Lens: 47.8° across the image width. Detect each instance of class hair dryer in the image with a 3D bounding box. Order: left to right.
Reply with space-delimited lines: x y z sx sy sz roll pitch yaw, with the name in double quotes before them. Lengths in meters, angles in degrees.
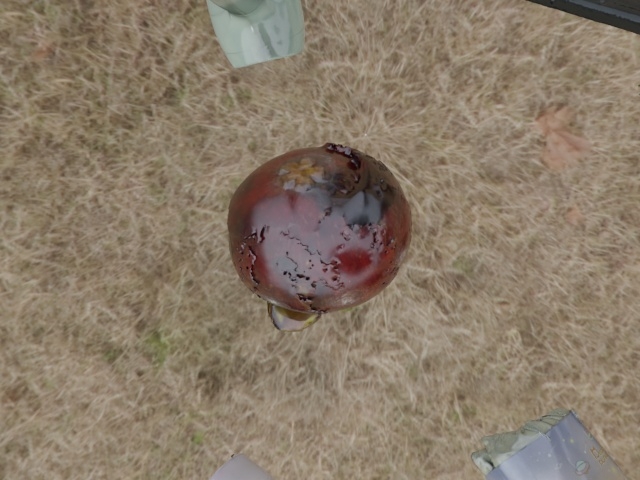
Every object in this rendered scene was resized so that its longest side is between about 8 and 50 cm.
"hair dryer" -0.074 -0.218 0.500 0.075 0.237 0.206 -13 108 8

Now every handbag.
"handbag" 0.231 0.233 0.665 0.173 0.117 0.095 51 133 20

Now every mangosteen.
"mangosteen" 0.000 0.000 0.664 0.166 0.180 0.166 -1 56 2

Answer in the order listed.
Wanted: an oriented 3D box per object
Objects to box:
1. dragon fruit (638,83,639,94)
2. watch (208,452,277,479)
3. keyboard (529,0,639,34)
"dragon fruit" 0.656 -0.244 1.241 0.142 0.138 0.175 35 140 -22
"watch" -0.116 0.423 1.040 0.196 0.231 0.244 34 112 17
"keyboard" 0.124 -0.229 0.539 0.103 0.041 0.381 -40 57 -18
